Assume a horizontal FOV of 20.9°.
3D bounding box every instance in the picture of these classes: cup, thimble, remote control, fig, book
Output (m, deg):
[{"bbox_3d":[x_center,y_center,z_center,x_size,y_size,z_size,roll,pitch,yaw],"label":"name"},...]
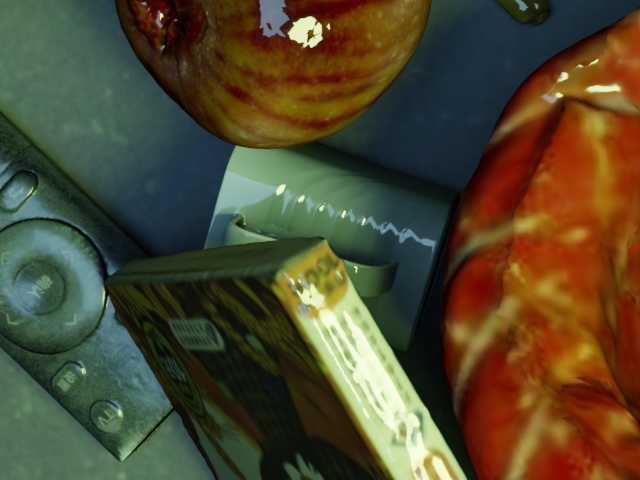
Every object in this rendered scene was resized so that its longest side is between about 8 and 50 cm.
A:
[{"bbox_3d":[0.000,0.000,0.939,0.130,0.128,0.095,17,102,6],"label":"cup"},{"bbox_3d":[0.230,0.058,0.777,0.350,0.230,0.350,-12,55,17],"label":"thimble"},{"bbox_3d":[-0.218,-0.033,1.023,0.377,0.044,0.107,44,109,2],"label":"remote control"},{"bbox_3d":[-0.003,-0.147,0.916,0.175,0.207,0.175,33,138,36],"label":"fig"},{"bbox_3d":[0.044,0.191,0.875,0.039,0.300,0.428,-33,99,-20],"label":"book"}]
